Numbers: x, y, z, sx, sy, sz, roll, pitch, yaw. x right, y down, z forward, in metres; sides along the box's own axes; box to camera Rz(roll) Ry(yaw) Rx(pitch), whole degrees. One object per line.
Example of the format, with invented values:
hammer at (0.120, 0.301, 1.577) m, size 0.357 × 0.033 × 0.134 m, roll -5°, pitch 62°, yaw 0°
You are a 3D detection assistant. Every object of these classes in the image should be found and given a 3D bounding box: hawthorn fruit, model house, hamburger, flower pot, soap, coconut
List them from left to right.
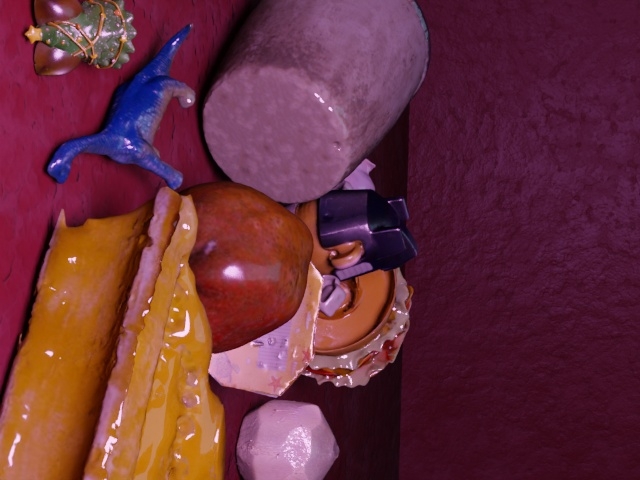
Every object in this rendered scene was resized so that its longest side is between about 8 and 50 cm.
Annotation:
soap at (-0.179, 0.154, 0.904) m, size 0.304 × 0.169 × 0.338 m, roll 64°, pitch 33°, yaw -63°
model house at (-0.119, 0.104, 1.219) m, size 0.136 × 0.208 × 0.219 m, roll 167°, pitch -72°, yaw -66°
hawthorn fruit at (-0.103, 0.036, 1.070) m, size 0.248 × 0.208 × 0.208 m, roll 8°, pitch 84°, yaw -52°
coconut at (-0.052, 0.352, 1.460) m, size 0.161 × 0.162 × 0.161 m, roll 2°, pitch 90°, yaw -76°
flower pot at (-0.016, -0.234, 1.282) m, size 0.330 × 0.294 × 0.293 m, roll -59°, pitch 150°, yaw -49°
hamburger at (0.032, 0.125, 1.540) m, size 0.212 × 0.275 × 0.274 m, roll 70°, pitch 26°, yaw -60°

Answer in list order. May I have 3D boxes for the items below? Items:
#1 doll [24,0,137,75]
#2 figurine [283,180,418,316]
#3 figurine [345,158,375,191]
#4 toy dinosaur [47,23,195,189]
doll at (-0.226, -0.197, 0.834) m, size 0.113 × 0.077 × 0.078 m, roll -48°, pitch 147°, yaw -67°
figurine at (-0.001, 0.001, 1.333) m, size 0.143 × 0.309 × 0.308 m, roll 56°, pitch 38°, yaw -51°
figurine at (0.043, -0.048, 1.828) m, size 0.200 × 0.133 × 0.275 m, roll 45°, pitch 50°, yaw -76°
toy dinosaur at (-0.209, -0.154, 0.940) m, size 0.188 × 0.075 × 0.247 m, roll 39°, pitch 60°, yaw -64°
